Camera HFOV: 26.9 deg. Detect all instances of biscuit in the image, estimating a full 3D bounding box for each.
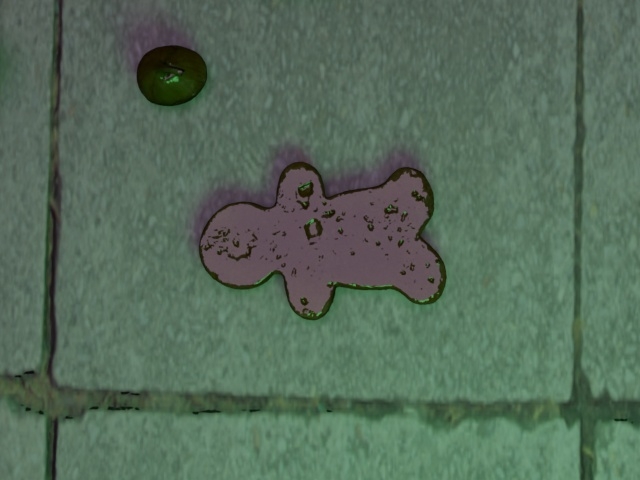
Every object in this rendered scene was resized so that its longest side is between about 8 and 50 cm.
[{"bbox_3d":[0.000,0.000,1.663,0.301,0.049,0.197,-5,81,1],"label":"biscuit"}]

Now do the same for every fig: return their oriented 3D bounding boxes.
[{"bbox_3d":[-0.190,-0.207,1.658,0.084,0.098,0.082,26,88,15],"label":"fig"}]
